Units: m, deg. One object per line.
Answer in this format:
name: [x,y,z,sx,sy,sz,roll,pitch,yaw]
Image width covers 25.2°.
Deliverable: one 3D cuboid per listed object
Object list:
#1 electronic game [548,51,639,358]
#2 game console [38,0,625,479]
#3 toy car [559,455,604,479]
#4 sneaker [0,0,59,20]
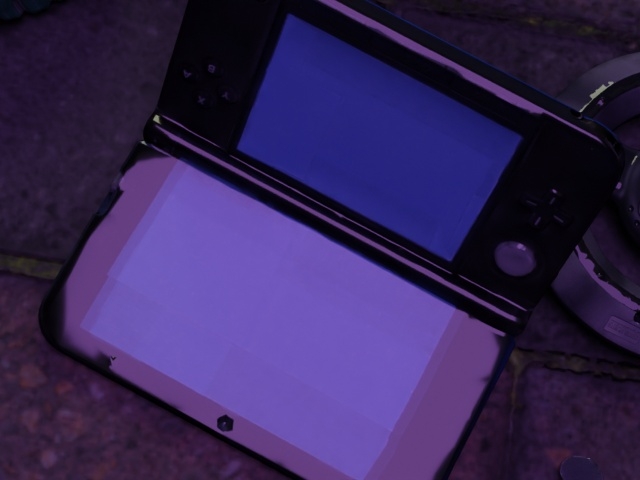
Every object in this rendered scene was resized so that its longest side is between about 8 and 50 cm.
electronic game: [0.250,-0.025,0.990,0.229,0.048,0.229,1,73,-5]
game console: [0.000,0.000,0.901,0.293,0.250,0.173,28,46,3]
toy car: [0.168,0.223,0.889,0.155,0.149,0.188,-20,48,-15]
sneaker: [-0.250,-0.194,0.977,0.223,0.083,0.098,-29,73,-12]
